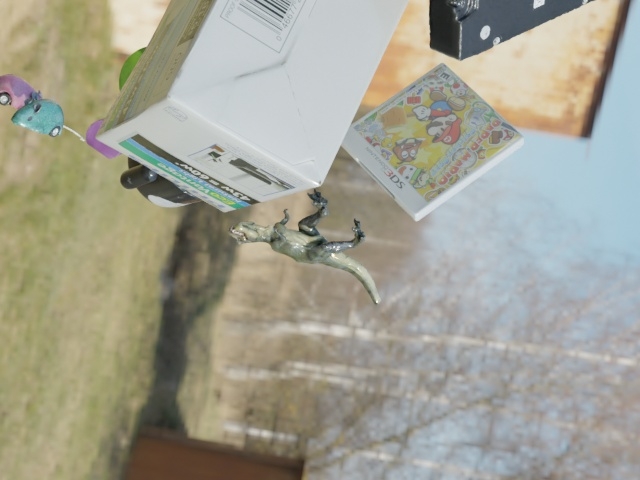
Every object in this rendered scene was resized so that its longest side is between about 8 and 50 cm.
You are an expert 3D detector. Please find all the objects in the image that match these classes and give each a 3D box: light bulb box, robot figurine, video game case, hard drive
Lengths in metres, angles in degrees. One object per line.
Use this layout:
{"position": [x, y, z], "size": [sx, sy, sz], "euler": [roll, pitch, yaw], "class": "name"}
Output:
{"position": [-0.084, -0.251, 1.810], "size": [0.358, 0.225, 0.361], "euler": [-65, -161, -15], "class": "light bulb box"}
{"position": [-0.251, -0.157, 2.560], "size": [0.278, 0.174, 0.209], "euler": [-10, -128, 55], "class": "robot figurine"}
{"position": [0.176, -0.163, 2.218], "size": [0.227, 0.206, 0.026], "euler": [-35, 152, -14], "class": "video game case"}
{"position": [0.269, -0.387, 1.712], "size": [0.339, 0.064, 0.236], "euler": [-28, 131, -33], "class": "hard drive"}

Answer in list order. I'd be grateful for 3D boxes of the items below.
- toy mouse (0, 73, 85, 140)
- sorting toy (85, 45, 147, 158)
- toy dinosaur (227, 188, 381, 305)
{"position": [-0.292, -0.137, 1.355], "size": [0.031, 0.143, 0.161], "euler": [-64, -156, 9], "class": "toy mouse"}
{"position": [-0.231, -0.275, 2.229], "size": [0.365, 0.127, 0.126], "euler": [-44, -178, 18], "class": "sorting toy"}
{"position": [0.000, 0.000, 2.028], "size": [0.118, 0.268, 0.064], "euler": [-53, -159, 33], "class": "toy dinosaur"}
